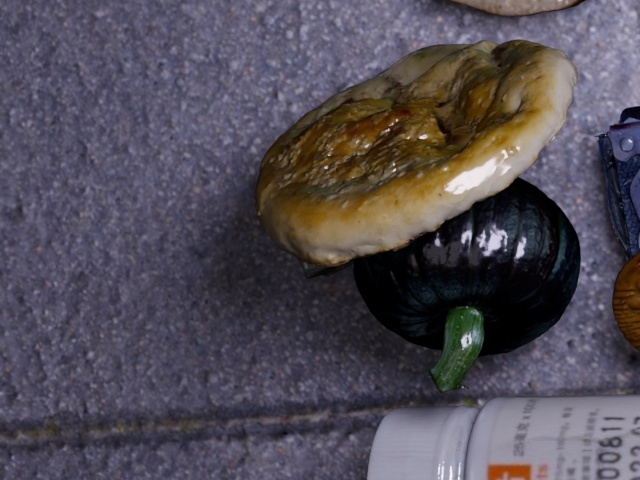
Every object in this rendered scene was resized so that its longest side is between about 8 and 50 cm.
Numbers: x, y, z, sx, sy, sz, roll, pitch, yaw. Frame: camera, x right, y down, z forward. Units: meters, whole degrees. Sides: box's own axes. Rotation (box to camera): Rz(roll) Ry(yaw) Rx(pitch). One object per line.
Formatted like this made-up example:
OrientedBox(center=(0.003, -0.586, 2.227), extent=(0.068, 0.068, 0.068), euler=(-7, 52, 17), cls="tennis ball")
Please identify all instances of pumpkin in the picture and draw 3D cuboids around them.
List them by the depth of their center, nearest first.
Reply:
OrientedBox(center=(0.155, 0.050, 1.691), extent=(0.248, 0.248, 0.248), euler=(4, 100, 23), cls="pumpkin")

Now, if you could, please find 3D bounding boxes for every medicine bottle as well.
OrientedBox(center=(0.254, 0.274, 1.718), extent=(0.372, 0.211, 0.211), euler=(-4, 97, 24), cls="medicine bottle")

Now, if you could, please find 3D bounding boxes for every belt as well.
OrientedBox(center=(0.365, -0.040, 1.664), extent=(0.128, 0.122, 0.218), euler=(-6, 105, 27), cls="belt")

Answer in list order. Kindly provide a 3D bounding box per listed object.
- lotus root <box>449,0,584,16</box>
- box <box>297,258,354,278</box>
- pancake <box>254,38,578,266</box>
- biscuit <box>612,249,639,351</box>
OrientedBox(center=(0.237, -0.329, 1.701), extent=(0.261, 0.074, 0.170), euler=(-18, 92, 23), cls="lotus root")
OrientedBox(center=(0.000, 0.000, 1.863), extent=(0.060, 0.063, 0.084), euler=(-25, 89, 24), cls="box")
OrientedBox(center=(0.095, -0.114, 1.644), extent=(0.387, 0.387, 0.082), euler=(-14, 118, 25), cls="pancake")
OrientedBox(center=(0.394, 0.069, 1.623), extent=(0.188, 0.027, 0.187), euler=(8, 132, 9), cls="biscuit")
